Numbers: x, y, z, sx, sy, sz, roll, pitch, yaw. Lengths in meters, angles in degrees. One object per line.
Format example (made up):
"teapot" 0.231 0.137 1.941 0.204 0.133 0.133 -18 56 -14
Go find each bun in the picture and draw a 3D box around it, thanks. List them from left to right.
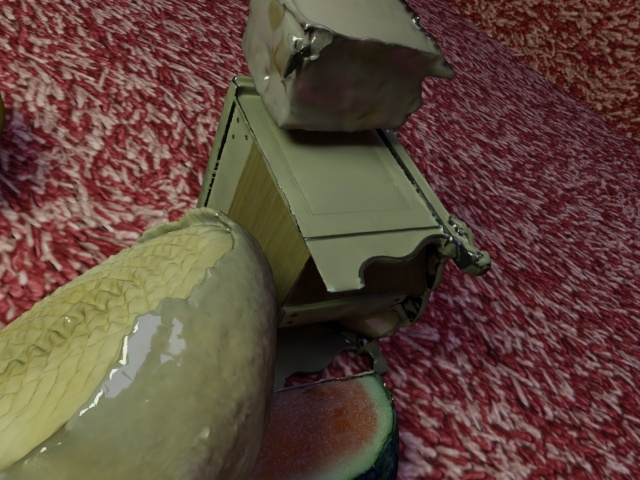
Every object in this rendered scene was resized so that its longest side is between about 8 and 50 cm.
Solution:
"bun" -0.175 0.146 0.447 0.202 0.364 0.364 56 37 -23

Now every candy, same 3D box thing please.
"candy" 0.017 -0.217 0.579 0.195 0.137 0.185 -6 54 -29

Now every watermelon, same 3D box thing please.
"watermelon" -0.019 0.235 0.563 0.226 0.148 0.318 31 40 14

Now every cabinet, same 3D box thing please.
"cabinet" 0.000 0.000 0.678 0.227 0.290 0.318 -6 53 -31

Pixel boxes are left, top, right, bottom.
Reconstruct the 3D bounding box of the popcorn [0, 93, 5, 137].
"popcorn" -0.542 -0.174 0.615 0.250 0.242 0.235 -6 78 -21
